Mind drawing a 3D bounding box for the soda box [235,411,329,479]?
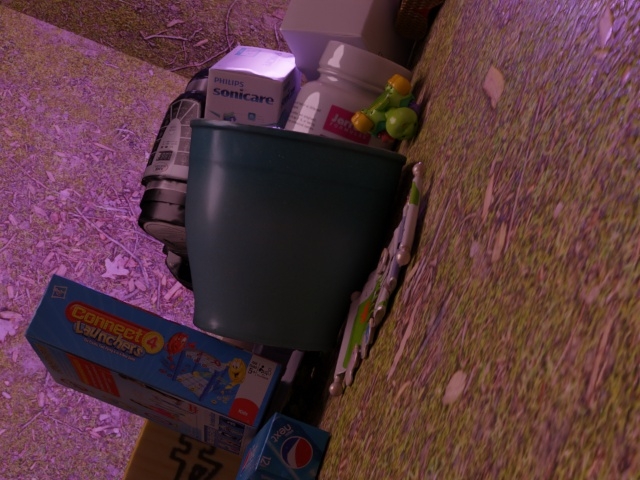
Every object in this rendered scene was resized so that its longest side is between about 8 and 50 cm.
[{"bbox_3d":[-0.050,0.262,1.377,0.210,0.067,0.071,123,168,-67],"label":"soda box"}]

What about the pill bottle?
[{"bbox_3d":[0.022,-0.137,1.739,0.160,0.160,0.283,-120,51,-84],"label":"pill bottle"}]

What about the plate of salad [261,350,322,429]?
[{"bbox_3d":[-0.041,0.221,1.573,0.200,0.048,0.200,22,-90,-88],"label":"plate of salad"}]

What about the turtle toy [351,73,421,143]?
[{"bbox_3d":[0.096,-0.167,1.585,0.095,0.066,0.130,-45,10,6],"label":"turtle toy"}]

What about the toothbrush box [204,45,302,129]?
[{"bbox_3d":[-0.119,-0.157,1.987,0.216,0.126,0.295,-66,-14,-68],"label":"toothbrush box"}]

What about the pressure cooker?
[{"bbox_3d":[-0.153,-0.088,2.336,0.370,0.375,0.420,65,-136,-74],"label":"pressure cooker"}]

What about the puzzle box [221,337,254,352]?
[{"bbox_3d":[-0.097,0.099,1.930,0.409,0.052,0.272,-62,-7,-83],"label":"puzzle box"}]

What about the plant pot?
[{"bbox_3d":[-0.047,-0.001,1.472,0.271,0.272,0.255,-164,84,-85],"label":"plant pot"}]

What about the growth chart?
[{"bbox_3d":[0.064,0.051,1.306,0.172,0.021,0.237,-76,8,-49],"label":"growth chart"}]

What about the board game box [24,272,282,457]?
[{"bbox_3d":[-0.211,0.174,1.556,0.308,0.302,0.086,109,-176,-72],"label":"board game box"}]

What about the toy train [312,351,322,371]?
[{"bbox_3d":[-0.005,0.154,1.647,0.023,0.017,0.083,-58,-4,-47],"label":"toy train"}]

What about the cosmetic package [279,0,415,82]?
[{"bbox_3d":[0.081,-0.432,1.979,0.197,0.155,0.365,54,-132,-57],"label":"cosmetic package"}]

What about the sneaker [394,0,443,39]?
[{"bbox_3d":[0.160,-0.394,1.845,0.185,0.070,0.084,122,163,-62],"label":"sneaker"}]

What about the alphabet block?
[{"bbox_3d":[-0.185,0.330,1.808,0.192,0.197,0.193,-102,33,-82],"label":"alphabet block"}]

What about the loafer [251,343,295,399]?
[{"bbox_3d":[-0.038,0.111,1.708,0.095,0.109,0.302,-69,0,-57],"label":"loafer"}]
